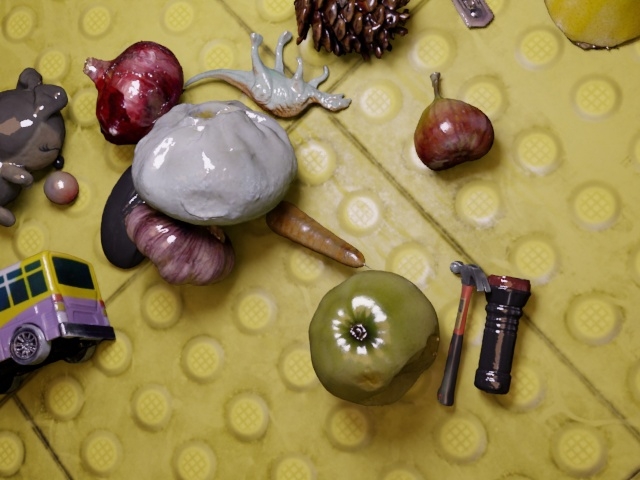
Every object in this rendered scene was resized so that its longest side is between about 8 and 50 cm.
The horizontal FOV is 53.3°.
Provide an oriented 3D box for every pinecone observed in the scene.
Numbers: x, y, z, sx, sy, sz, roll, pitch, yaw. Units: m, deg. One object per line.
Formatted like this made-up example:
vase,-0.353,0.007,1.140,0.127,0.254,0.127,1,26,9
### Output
pinecone,0.059,-0.503,1.362,0.272,0.224,0.225,9,84,-6

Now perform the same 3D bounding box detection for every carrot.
carrot,0.000,0.000,1.331,0.298,0.078,0.078,31,89,35

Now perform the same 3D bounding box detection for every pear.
pear,0.588,-0.536,1.266,0.266,0.178,0.267,-3,77,14

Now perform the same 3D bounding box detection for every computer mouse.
computer mouse,-0.430,-0.066,1.474,0.137,0.086,0.270,21,86,14

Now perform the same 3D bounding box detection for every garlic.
garlic,-0.282,-0.010,1.351,0.245,0.245,0.161,42,110,15

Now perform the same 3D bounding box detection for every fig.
fig,0.265,-0.241,1.334,0.160,0.143,0.231,-23,35,11

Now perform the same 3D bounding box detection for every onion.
onion,-0.425,-0.336,1.426,0.219,0.252,0.252,25,88,-21

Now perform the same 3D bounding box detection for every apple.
apple,0.101,0.185,1.239,0.278,0.279,0.280,-2,81,13

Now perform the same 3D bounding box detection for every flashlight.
flashlight,0.357,0.186,1.262,0.092,0.093,0.232,9,89,14

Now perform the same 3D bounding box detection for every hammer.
hammer,0.277,0.188,1.283,0.033,0.111,0.288,10,93,-23

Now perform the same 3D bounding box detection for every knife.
knife,0.280,-0.627,1.415,0.089,0.043,0.366,-27,78,9

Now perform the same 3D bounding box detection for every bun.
bun,-0.214,-0.172,1.303,0.354,0.354,0.194,14,123,14

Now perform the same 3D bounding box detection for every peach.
peach,-0.620,-0.125,1.529,0.083,0.083,0.083,-2,81,13

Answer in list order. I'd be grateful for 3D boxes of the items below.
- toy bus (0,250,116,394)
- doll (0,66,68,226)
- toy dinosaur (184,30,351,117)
toy bus,-0.725,0.202,1.436,0.439,0.209,0.250,-23,76,8
doll,-0.760,-0.249,1.440,0.252,0.378,0.383,23,83,32
toy dinosaur,-0.130,-0.376,1.450,0.392,0.092,0.206,-4,87,4
